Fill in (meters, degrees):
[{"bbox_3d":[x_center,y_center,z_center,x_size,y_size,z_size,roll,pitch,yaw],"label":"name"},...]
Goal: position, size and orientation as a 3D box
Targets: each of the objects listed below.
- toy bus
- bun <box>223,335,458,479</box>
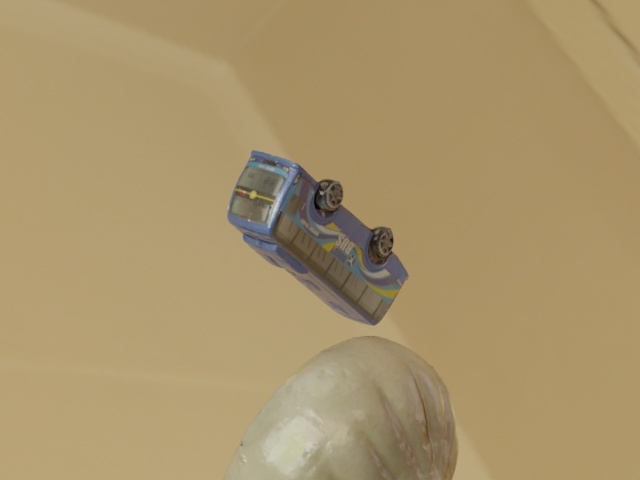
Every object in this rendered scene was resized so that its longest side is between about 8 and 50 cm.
[{"bbox_3d":[0.000,0.000,1.077,0.051,0.061,0.153,15,163,39],"label":"toy bus"},{"bbox_3d":[0.024,0.122,0.846,0.094,0.138,0.138,36,-165,31],"label":"bun"}]
